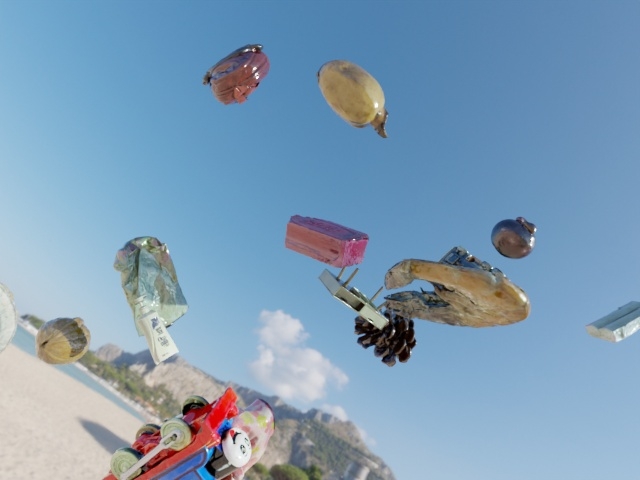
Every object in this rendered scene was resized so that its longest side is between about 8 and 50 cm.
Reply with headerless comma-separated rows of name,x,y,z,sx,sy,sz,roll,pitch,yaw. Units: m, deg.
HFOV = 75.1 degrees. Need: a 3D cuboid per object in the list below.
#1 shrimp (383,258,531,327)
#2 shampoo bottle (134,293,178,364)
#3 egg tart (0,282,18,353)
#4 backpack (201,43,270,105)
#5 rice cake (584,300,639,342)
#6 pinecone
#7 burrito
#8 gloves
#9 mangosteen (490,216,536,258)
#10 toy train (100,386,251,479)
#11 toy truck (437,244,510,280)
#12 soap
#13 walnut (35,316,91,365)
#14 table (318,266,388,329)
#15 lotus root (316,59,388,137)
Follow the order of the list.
shrimp,0.246,0.124,0.941,0.272,0.085,0.445,29,-20,-16
shampoo bottle,-0.339,0.177,0.840,0.141,0.049,0.034,66,-21,-7
egg tart,-0.496,0.110,0.487,0.094,0.234,0.234,51,-15,43
backpack,-0.251,-0.499,1.277,0.229,0.229,0.138,-1,-47,46
rice cake,0.768,0.200,1.049,0.085,0.226,0.040,-7,-83,65
pinecone,0.274,0.399,1.759,0.309,0.243,0.244,25,-25,-25
burrito,-0.397,0.101,0.965,0.089,0.144,0.228,9,-60,32
gloves,-0.194,0.434,0.833,0.126,0.241,0.145,50,-43,15
mangosteen,0.669,-0.013,1.429,0.153,0.152,0.152,26,-32,17
toy train,-0.180,0.288,0.533,0.204,0.083,0.131,-35,-89,14
toy truck,0.606,0.153,1.632,0.162,0.136,0.305,47,1,-33
soap,0.000,0.000,1.271,0.250,0.162,0.099,20,-70,30
walnut,-0.544,0.212,0.884,0.105,0.105,0.124,36,-8,0
table,0.127,0.161,1.317,0.240,0.111,0.121,38,4,-32
lotus root,0.083,-0.324,0.951,0.221,0.125,0.118,43,-64,8
